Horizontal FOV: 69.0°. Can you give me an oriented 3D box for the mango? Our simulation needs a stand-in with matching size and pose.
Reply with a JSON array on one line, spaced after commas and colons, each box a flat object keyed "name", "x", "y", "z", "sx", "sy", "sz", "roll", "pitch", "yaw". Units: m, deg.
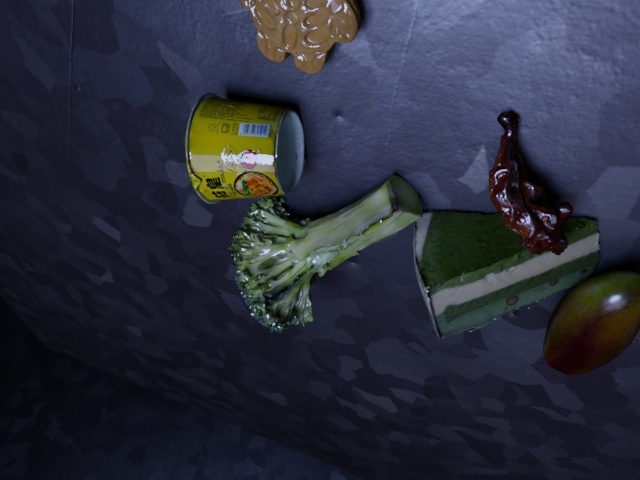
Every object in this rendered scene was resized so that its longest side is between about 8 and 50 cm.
[{"name": "mango", "x": 0.448, "y": 0.132, "z": 0.758, "sx": 0.133, "sy": 0.111, "sz": 0.268, "roll": -3, "pitch": 140, "yaw": -1}]

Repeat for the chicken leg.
[{"name": "chicken leg", "x": 0.285, "y": -0.069, "z": 0.656, "sx": 0.089, "sy": 0.048, "sz": 0.219, "roll": -33, "pitch": 96, "yaw": 8}]

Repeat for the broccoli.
[{"name": "broccoli", "x": 0.003, "y": -0.011, "z": 0.857, "sx": 0.361, "sy": 0.252, "sz": 0.221, "roll": -39, "pitch": 115, "yaw": 13}]

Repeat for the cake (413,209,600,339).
[{"name": "cake", "x": 0.291, "y": 0.017, "z": 0.787, "sx": 0.283, "sy": 0.172, "sz": 0.158, "roll": -21, "pitch": 133, "yaw": 4}]

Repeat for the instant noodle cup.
[{"name": "instant noodle cup", "x": -0.113, "y": -0.146, "z": 0.765, "sx": 0.144, "sy": 0.182, "sz": 0.182, "roll": 5, "pitch": 136, "yaw": 14}]

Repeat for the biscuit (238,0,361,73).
[{"name": "biscuit", "x": -0.022, "y": -0.341, "z": 0.565, "sx": 0.202, "sy": 0.044, "sz": 0.289, "roll": 25, "pitch": 138, "yaw": 2}]
